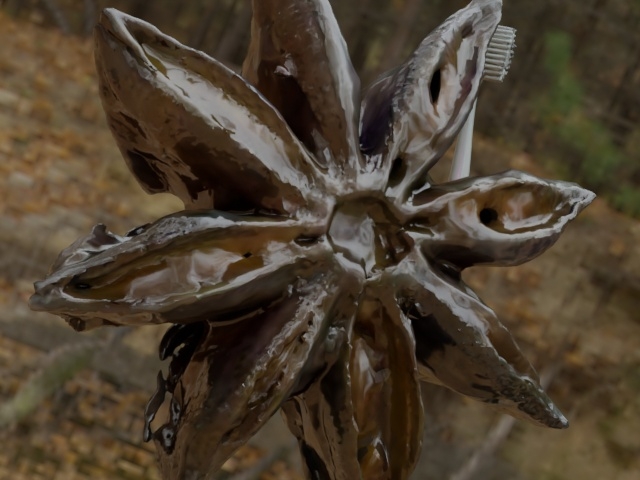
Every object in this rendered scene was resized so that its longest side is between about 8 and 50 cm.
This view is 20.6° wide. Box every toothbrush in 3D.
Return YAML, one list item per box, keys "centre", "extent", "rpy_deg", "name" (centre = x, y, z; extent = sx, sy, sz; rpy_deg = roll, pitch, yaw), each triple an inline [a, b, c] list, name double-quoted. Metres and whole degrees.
- centre: [0.094, -0.020, 1.262]
  extent: [0.025, 0.286, 0.020]
  rpy_deg: [13, -5, 24]
  name: "toothbrush"

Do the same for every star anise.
- centre: [0.002, 0.000, 0.916]
  extent: [0.332, 0.331, 0.117]
  rpy_deg: [18, -8, -25]
  name: "star anise"
